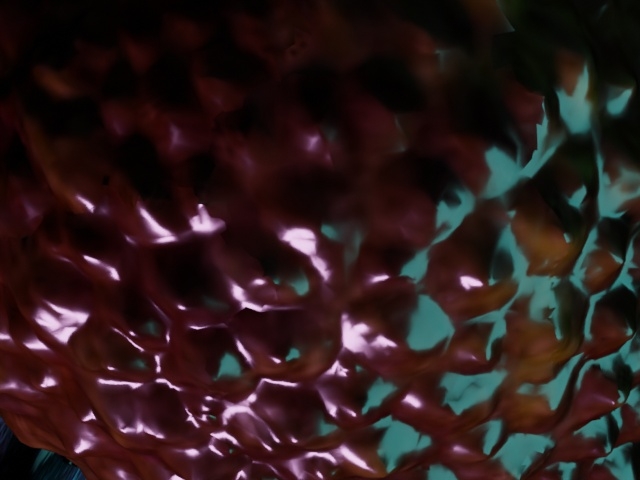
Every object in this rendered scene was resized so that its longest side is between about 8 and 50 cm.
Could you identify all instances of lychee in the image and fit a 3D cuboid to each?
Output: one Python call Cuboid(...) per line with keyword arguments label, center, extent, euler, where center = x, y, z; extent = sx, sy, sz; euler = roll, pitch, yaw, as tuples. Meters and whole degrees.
Cuboid(label="lychee", center=(0.002, -0.024, 0.510), extent=(0.236, 0.271, 0.236), euler=(-27, -146, 20))

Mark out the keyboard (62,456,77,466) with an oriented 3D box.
Cuboid(label="keyboard", center=(-0.064, -0.002, 1.113), extent=(0.317, 0.027, 0.106), euler=(-61, 175, 14))
